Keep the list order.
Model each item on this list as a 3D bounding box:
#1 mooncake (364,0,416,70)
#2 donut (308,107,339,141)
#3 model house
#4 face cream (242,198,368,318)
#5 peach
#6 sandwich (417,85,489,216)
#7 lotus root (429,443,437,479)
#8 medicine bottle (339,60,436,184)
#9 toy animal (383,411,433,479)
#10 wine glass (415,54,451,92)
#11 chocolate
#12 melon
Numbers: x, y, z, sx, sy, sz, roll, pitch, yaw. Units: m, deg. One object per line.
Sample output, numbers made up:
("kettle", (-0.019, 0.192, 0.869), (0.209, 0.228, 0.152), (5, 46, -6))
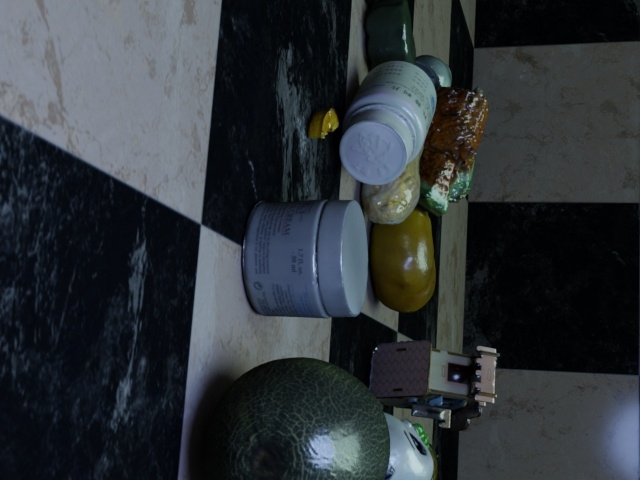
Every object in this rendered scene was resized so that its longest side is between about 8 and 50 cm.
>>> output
("mooncake", (0.159, -0.452, 2.103), (0.168, 0.104, 0.175), (8, 81, -71))
("donut", (0.002, -0.201, 1.684), (0.067, 0.037, 0.083), (72, 29, -54))
("model house", (0.229, 0.331, 2.167), (0.326, 0.244, 0.169), (140, -38, -66))
("face cream", (-0.020, 0.027, 1.413), (0.177, 0.152, 0.177), (0, 90, -76))
("peach", (0.196, 0.038, 2.180), (0.251, 0.153, 0.251), (8, 90, -74))
("sandwich", (0.301, -0.219, 2.195), (0.301, 0.162, 0.250), (-62, -151, 14))
("lotus root", (0.241, 0.582, 2.429), (0.120, 0.120, 0.210), (-33, 122, -71))
("medicine bottle", (0.133, -0.238, 1.905), (0.293, 0.170, 0.170), (-63, 149, -55))
("toy animal", (0.127, 0.444, 1.854), (0.213, 0.212, 0.267), (-70, 162, -49))
("wine glass", (0.254, -0.396, 2.383), (0.321, 0.143, 0.143), (-49, 137, -70))
("chocolate", (0.163, -0.158, 2.082), (0.134, 0.134, 0.309), (72, 23, -49))
("melon", (-0.026, 0.272, 1.246), (0.301, 0.237, 0.238), (20, 72, -76))
